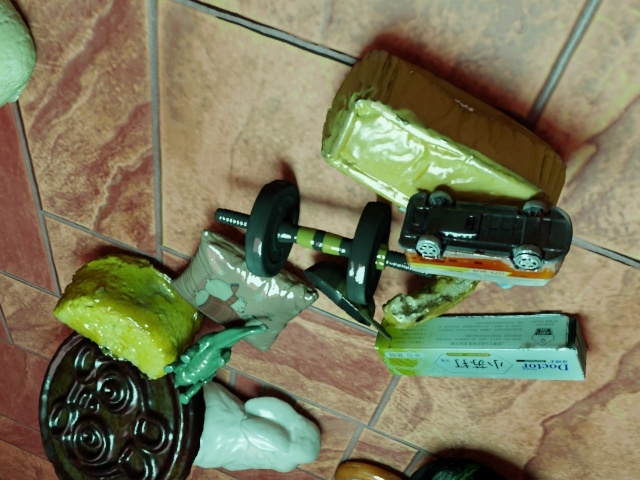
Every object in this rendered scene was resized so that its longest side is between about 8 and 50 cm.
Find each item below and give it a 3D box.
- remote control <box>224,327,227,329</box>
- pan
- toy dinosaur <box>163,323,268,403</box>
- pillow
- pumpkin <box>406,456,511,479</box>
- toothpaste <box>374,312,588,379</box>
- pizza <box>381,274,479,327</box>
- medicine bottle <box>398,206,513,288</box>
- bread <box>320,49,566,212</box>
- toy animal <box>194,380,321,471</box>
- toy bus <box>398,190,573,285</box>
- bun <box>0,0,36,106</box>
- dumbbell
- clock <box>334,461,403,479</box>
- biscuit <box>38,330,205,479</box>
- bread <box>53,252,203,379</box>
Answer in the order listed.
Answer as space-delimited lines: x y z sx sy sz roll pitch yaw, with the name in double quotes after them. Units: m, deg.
-0.145 0.177 1.254 0.090 0.016 0.034 8 131 19 "remote control"
0.062 0.095 0.987 0.202 0.048 0.128 37 172 33 "pan"
-0.202 0.208 1.135 0.079 0.120 0.292 47 144 -2 "toy dinosaur"
-0.140 0.089 1.109 0.223 0.084 0.236 32 139 -7 "pillow"
0.298 0.551 1.249 0.315 0.238 0.315 34 158 16 "pumpkin"
0.244 0.164 1.006 0.312 0.071 0.089 -6 134 31 "toothpaste"
0.161 0.079 0.927 0.161 0.182 0.063 -28 76 24 "pizza"
0.192 -0.007 0.868 0.191 0.051 0.051 37 138 -10 "medicine bottle"
0.139 -0.094 0.755 0.288 0.119 0.153 28 136 -3 "bread"
-0.177 0.405 1.396 0.356 0.194 0.258 2 125 8 "toy animal"
0.177 0.002 0.696 0.174 0.079 0.077 7 145 19 "toy bus"
-0.529 -0.272 0.898 0.243 0.153 0.244 18 140 16 "bun"
0.000 0.000 0.903 0.325 0.143 0.143 14 137 15 "dumbbell"
0.129 0.576 1.492 0.205 0.051 0.205 16 138 14 "clock"
-0.424 0.356 1.331 0.406 0.408 0.091 5 177 23 "biscuit"
-0.341 0.125 1.199 0.260 0.160 0.147 40 133 -12 "bread"
